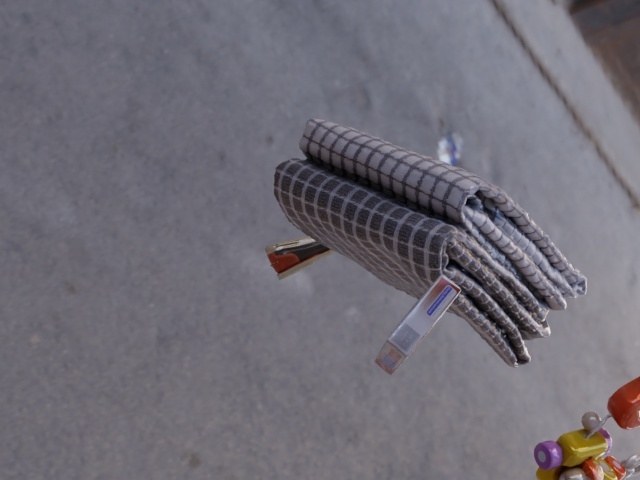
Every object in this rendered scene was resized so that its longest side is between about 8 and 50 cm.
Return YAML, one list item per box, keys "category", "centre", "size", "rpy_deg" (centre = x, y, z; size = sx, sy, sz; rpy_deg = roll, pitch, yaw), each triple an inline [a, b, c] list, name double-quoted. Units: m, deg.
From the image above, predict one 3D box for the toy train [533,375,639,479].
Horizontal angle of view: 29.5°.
- category: "toy train"
  centre: [0.208, 0.151, 0.837]
  size: [0.046, 0.125, 0.166]
  rpy_deg: [56, -15, 36]

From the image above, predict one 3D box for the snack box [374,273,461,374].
- category: "snack box"
  centre: [0.073, 0.069, 0.949]
  size: [0.022, 0.064, 0.178]
  rpy_deg: [39, -8, 6]

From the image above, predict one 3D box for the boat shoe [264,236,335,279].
- category: "boat shoe"
  centre: [0.000, 0.000, 1.427]
  size: [0.137, 0.049, 0.043]
  rpy_deg: [-26, 85, -20]

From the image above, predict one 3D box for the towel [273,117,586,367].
- category: "towel"
  centre: [0.110, 0.006, 1.259]
  size: [0.283, 0.235, 0.121]
  rpy_deg: [39, 78, -48]
